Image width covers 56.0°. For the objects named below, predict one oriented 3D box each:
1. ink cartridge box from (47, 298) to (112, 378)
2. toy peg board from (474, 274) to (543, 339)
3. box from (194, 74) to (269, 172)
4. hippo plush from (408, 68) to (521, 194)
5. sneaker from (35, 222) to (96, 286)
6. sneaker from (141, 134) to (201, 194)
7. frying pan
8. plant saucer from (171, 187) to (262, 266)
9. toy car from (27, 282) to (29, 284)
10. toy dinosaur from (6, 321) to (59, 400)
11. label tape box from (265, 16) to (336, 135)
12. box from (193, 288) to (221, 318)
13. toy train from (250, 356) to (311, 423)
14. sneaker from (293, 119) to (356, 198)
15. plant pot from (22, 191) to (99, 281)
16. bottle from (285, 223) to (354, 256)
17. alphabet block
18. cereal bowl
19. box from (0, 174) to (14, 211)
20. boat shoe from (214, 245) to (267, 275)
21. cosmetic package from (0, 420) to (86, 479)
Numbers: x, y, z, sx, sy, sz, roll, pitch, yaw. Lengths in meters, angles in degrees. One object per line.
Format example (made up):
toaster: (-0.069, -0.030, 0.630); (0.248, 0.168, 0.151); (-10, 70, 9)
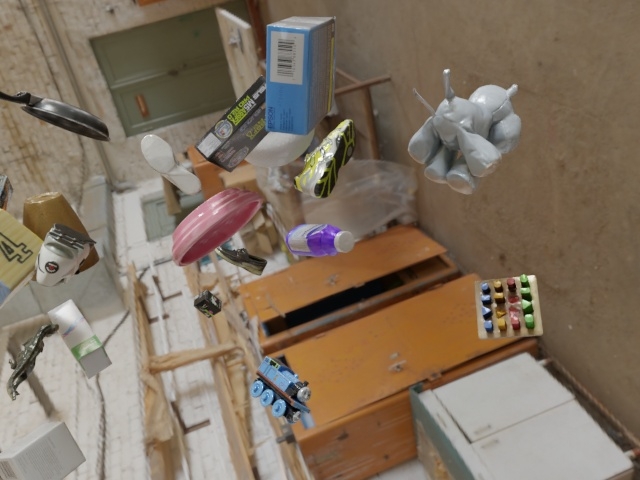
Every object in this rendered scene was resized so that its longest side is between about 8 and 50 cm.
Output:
ink cartridge box: (-0.780, 0.319, 1.950); (0.212, 0.093, 0.154); (44, 153, 23)
toy peg board: (0.484, 0.165, 1.565); (0.079, 0.160, 0.161); (48, -141, -58)
box: (-0.213, -0.322, 1.703); (0.060, 0.270, 0.216); (45, -176, 8)
hippo plush: (0.367, -0.284, 1.506); (0.234, 0.236, 0.294); (-18, 103, 56)
sneaker: (-0.703, 0.044, 1.627); (0.146, 0.122, 0.330); (-63, 11, 2)
sneaker: (-0.435, -0.212, 1.735); (0.212, 0.080, 0.094); (49, 172, -16)
frying pan: (-0.614, -0.289, 1.312); (0.197, 0.326, 0.053); (12, 82, 53)
plant saucer: (-0.327, -0.052, 1.838); (0.084, 0.332, 0.332); (50, 167, 5)
toy car: (-1.102, 0.040, 2.144); (0.053, 0.239, 0.225); (36, -174, 39)
toy dinosaur: (-0.735, 0.310, 1.488); (0.064, 0.118, 0.268); (35, -151, -22)
label tape box: (-0.041, -0.435, 1.543); (0.348, 0.115, 0.249); (-65, -20, -63)
box: (-0.405, 0.228, 2.166); (0.083, 0.062, 0.052); (46, -158, -32)
toy train: (-0.092, 0.356, 1.432); (0.080, 0.105, 0.184); (37, 172, -39)
sneaker: (0.021, -0.336, 2.345); (0.147, 0.385, 0.145); (14, 146, 28)
plant pot: (-0.897, -0.026, 2.029); (0.237, 0.237, 0.254); (-133, 33, -66)
bottle: (0.000, 0.000, 1.970); (0.283, 0.118, 0.092); (4, 123, 56)
alphabet block: (-0.922, 0.066, 1.702); (0.193, 0.192, 0.197); (44, -146, -15)
cereal bowl: (-0.194, -0.455, 2.271); (0.141, 0.339, 0.339); (71, 176, -69)
box: (-0.981, -0.137, 1.851); (0.137, 0.027, 0.094); (144, 139, -67)
boat shoe: (-0.206, 0.042, 1.575); (0.152, 0.049, 0.056); (28, -171, -38)
cosmetic package: (-0.859, 0.672, 1.843); (0.151, 0.183, 0.151); (-20, 100, 39)
